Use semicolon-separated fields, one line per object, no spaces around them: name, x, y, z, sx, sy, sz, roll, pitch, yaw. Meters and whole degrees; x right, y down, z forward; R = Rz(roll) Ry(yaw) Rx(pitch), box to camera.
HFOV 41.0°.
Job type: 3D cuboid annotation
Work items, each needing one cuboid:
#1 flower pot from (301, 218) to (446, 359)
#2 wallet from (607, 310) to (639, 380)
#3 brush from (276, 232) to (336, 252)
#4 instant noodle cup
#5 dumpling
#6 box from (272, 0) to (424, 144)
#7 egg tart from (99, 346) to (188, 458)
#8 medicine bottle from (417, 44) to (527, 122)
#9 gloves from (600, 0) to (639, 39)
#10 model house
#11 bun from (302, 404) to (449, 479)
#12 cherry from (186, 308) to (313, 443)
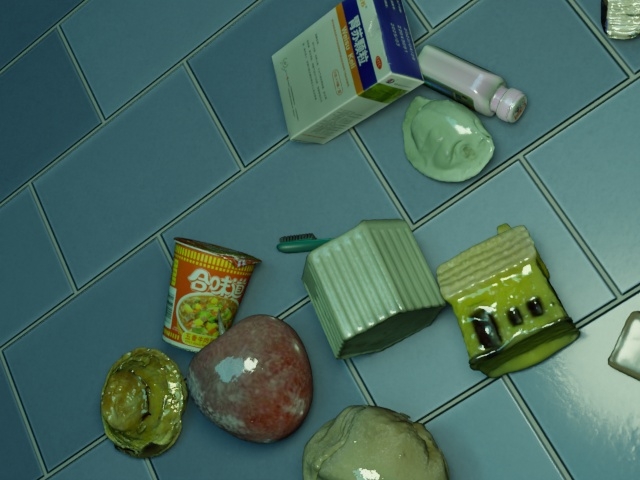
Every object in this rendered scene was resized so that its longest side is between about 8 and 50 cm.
flower pot;0.096;0.092;1.605;0.209;0.239;0.189;-18;67;-15
wallet;0.585;0.196;1.468;0.153;0.039;0.118;28;93;22
brush;0.000;0.000;1.763;0.193;0.043;0.032;-7;59;20
instant noodle cup;-0.237;0.118;1.772;0.193;0.193;0.212;16;93;25
dumpling;0.252;-0.202;1.674;0.108;0.152;0.219;-26;49;-28
box;0.046;-0.345;1.721;0.299;0.106;0.200;-27;68;42
egg tart;-0.389;0.344;1.820;0.241;0.106;0.241;-5;79;26
medicine bottle;0.291;-0.300;1.659;0.219;0.115;0.078;33;92;26
gloves;0.657;-0.409;1.517;0.312;0.135;0.210;19;82;23
model house;0.329;0.102;1.543;0.193;0.175;0.234;-29;59;16
bun;0.102;0.404;1.531;0.282;0.281;0.204;-5;51;22
cherry;-0.139;0.260;1.666;0.236;0.213;0.285;-30;82;17
